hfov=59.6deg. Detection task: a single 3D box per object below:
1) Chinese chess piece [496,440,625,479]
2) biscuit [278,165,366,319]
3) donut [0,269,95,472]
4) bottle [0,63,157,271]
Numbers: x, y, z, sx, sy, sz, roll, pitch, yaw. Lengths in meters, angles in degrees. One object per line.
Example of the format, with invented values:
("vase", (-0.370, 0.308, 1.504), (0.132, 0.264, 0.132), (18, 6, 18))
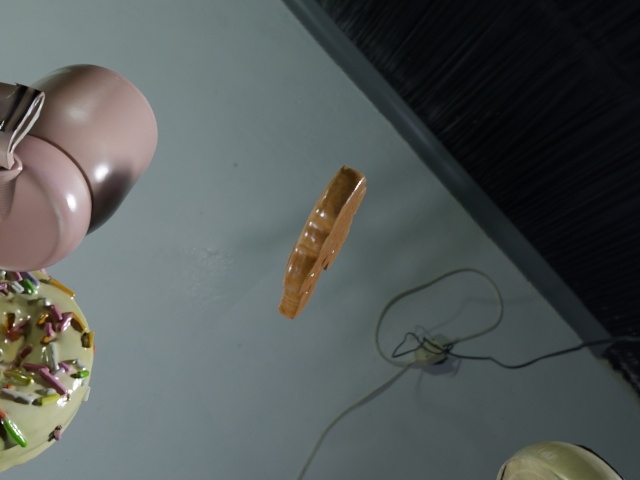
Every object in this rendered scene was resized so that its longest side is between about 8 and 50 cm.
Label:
("Chinese chess piece", (0.384, 0.443, 0.868), (0.103, 0.250, 0.250), (-7, 73, -22))
("biscuit", (0.000, 0.000, 0.844), (0.047, 0.334, 0.202), (31, 66, 6))
("donut", (-0.513, 0.194, 0.879), (0.307, 0.150, 0.371), (38, 34, -17))
("bottle", (-0.306, -0.103, 0.642), (0.173, 0.206, 0.297), (11, 30, -6))
